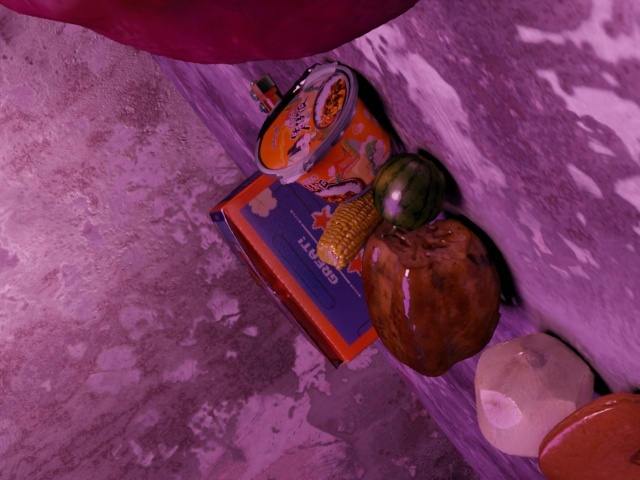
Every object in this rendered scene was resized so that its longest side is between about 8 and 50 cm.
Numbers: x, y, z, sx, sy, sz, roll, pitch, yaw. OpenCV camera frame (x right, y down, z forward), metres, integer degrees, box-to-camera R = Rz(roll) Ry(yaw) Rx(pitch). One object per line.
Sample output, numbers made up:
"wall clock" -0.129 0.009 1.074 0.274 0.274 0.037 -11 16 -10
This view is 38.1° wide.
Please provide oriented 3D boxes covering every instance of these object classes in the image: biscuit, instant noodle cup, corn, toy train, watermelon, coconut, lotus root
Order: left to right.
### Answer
"toy train" -0.088 -0.253 1.695 0.103 0.044 0.064 53 162 -14
"instant noodle cup" 0.015 -0.129 1.256 0.178 0.208 0.125 -8 143 45
"corn" 0.059 -0.040 1.300 0.067 0.206 0.067 22 142 19
"watermelon" 0.114 -0.060 1.196 0.109 0.109 0.109 50 172 9
"lotus root" 0.163 0.082 1.308 0.193 0.193 0.291 45 160 38
"coconut" 0.288 0.204 1.255 0.161 0.161 0.162 45 151 37
"biscuit" 0.384 0.278 1.174 0.192 0.186 0.036 32 -142 -13

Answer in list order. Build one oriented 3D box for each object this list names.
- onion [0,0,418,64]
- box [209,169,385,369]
"onion" -0.044 -0.277 0.489 0.347 0.348 0.385 53 -152 -13
"box" 0.000 0.000 1.571 0.318 0.257 0.349 53 172 -8
